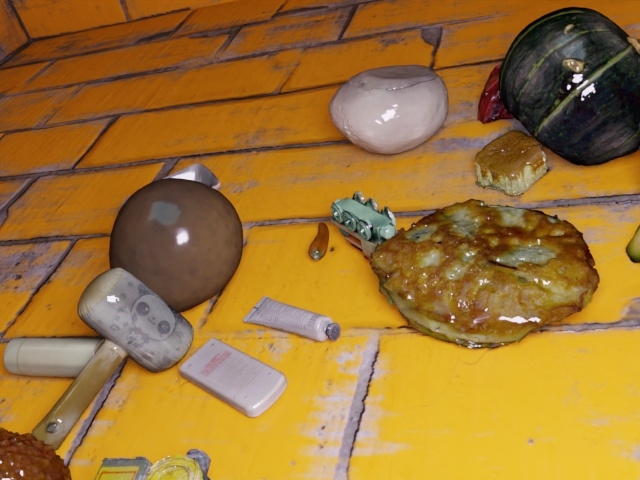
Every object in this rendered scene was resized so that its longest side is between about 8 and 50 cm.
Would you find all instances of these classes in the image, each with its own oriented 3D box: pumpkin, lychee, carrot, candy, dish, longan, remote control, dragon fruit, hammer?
[{"bbox_3d":[0.498,-0.291,1.314,0.241,0.323,0.323,-50,24,28],"label":"pumpkin"},{"bbox_3d":[-0.436,0.357,0.929,0.238,0.200,0.200,33,46,-2],"label":"lychee"},{"bbox_3d":[0.000,0.000,1.360,0.035,0.035,0.142,-8,29,14],"label":"carrot"},{"bbox_3d":[0.154,-0.294,1.567,0.296,0.185,0.295,-7,21,3],"label":"candy"},{"bbox_3d":[-0.346,-0.086,1.598,0.234,0.064,0.154,-27,36,-15],"label":"dish"},{"bbox_3d":[-0.269,0.011,1.291,0.258,0.258,0.258,-12,35,8],"label":"longan"},{"bbox_3d":[-0.141,0.220,1.118,0.190,0.029,0.087,17,48,39],"label":"remote control"},{"bbox_3d":[0.494,-0.406,1.600,0.317,0.152,0.205,-15,33,4],"label":"dragon fruit"},{"bbox_3d":[-0.363,0.210,1.129,0.305,0.202,0.113,-53,22,-16],"label":"hammer"}]

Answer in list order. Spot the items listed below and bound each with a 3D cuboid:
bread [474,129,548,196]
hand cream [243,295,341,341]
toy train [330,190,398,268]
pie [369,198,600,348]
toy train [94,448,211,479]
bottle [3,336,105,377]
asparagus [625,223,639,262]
[{"bbox_3d":[0.383,-0.153,1.370,0.140,0.069,0.128,-35,39,-21],"label":"bread"},{"bbox_3d":[-0.048,0.137,1.189,0.195,0.042,0.067,10,51,41],"label":"hand cream"},{"bbox_3d":[0.083,-0.016,1.279,0.074,0.118,0.176,-27,31,-22],"label":"toy train"},{"bbox_3d":[0.262,0.048,1.118,0.355,0.102,0.288,14,45,31],"label":"pie"},{"bbox_3d":[-0.219,0.377,0.845,0.178,0.134,0.260,-6,36,16],"label":"toy train"},{"bbox_3d":[-0.465,0.209,1.238,0.202,0.072,0.072,-2,38,21],"label":"bottle"},{"bbox_3d":[0.655,-0.045,1.096,0.343,0.085,0.082,-18,11,4],"label":"asparagus"}]
